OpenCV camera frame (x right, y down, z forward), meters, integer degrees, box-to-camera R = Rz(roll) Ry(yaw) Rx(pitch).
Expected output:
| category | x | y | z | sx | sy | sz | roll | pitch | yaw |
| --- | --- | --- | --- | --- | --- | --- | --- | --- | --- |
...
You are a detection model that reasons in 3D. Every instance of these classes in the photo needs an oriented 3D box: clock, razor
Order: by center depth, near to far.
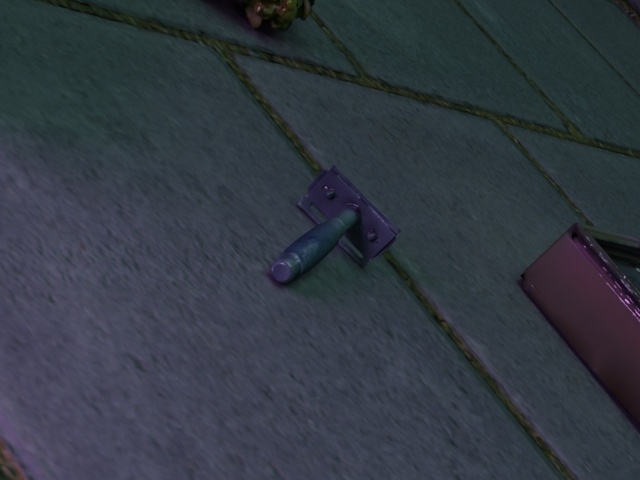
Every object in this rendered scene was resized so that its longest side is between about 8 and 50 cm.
| category | x | y | z | sx | sy | sz | roll | pitch | yaw |
| --- | --- | --- | --- | --- | --- | --- | --- | --- | --- |
| razor | 0.000 | 0.000 | 1.021 | 0.068 | 0.040 | 0.135 | 43 | 25 | 3 |
| clock | 0.266 | 0.080 | 1.296 | 0.147 | 0.071 | 0.192 | 10 | 37 | -56 |

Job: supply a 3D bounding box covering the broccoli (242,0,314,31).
| category | x | y | z | sx | sy | sz | roll | pitch | yaw |
| --- | --- | --- | --- | --- | --- | --- | --- | --- | --- |
| broccoli | -0.078 | -0.304 | 1.330 | 0.243 | 0.263 | 0.247 | -6 | 12 | -33 |
